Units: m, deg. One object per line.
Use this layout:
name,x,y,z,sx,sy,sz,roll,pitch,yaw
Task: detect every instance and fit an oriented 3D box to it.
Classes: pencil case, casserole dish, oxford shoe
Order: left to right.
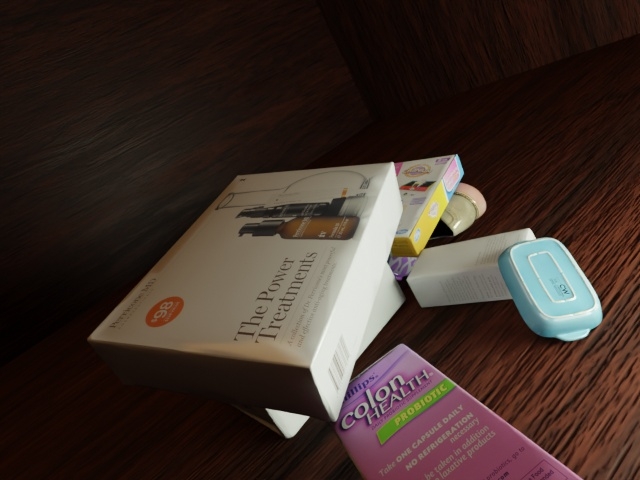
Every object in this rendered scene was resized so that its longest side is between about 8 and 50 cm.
pencil case,0.185,0.031,1.102,0.086,0.088,0.206,6,16,-9
oxford shoe,0.256,-0.078,1.191,0.146,0.140,0.397,-44,21,-24
casserole dish,0.359,0.065,0.663,0.114,0.037,0.188,-14,51,5

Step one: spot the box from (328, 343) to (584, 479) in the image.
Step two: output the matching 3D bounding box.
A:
box,0.133,0.248,0.375,0.117,0.213,0.243,-34,18,-12

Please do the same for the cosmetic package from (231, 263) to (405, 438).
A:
cosmetic package,-0.100,0.117,0.903,0.394,0.327,0.329,-42,22,-31

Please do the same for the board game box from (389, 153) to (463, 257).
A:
board game box,0.197,-0.091,1.079,0.242,0.064,0.316,1,44,44

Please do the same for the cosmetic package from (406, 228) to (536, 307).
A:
cosmetic package,0.303,0.059,0.836,0.231,0.085,0.117,-16,23,42

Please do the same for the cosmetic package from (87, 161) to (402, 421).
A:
cosmetic package,-0.066,0.030,0.573,0.285,0.097,0.377,-3,37,25
